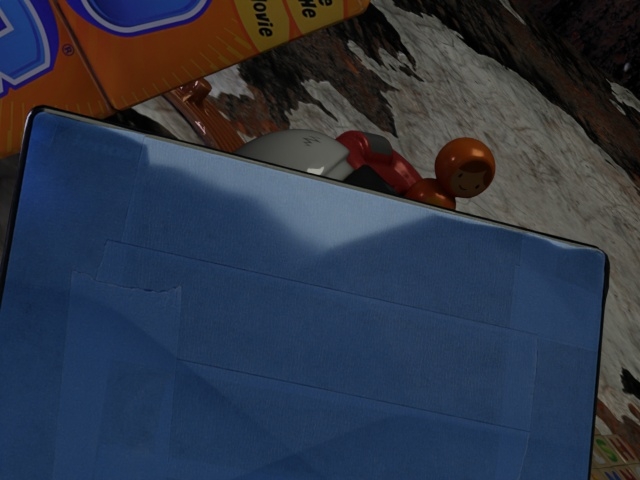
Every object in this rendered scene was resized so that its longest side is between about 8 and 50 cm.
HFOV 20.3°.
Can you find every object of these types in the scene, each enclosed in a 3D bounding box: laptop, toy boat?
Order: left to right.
[{"bbox_3d":[0.029,0.151,0.899,0.382,0.236,0.408,13,20,-23],"label":"laptop"},{"bbox_3d":[0.112,-0.037,1.748,0.231,0.151,0.151,51,21,21],"label":"toy boat"}]

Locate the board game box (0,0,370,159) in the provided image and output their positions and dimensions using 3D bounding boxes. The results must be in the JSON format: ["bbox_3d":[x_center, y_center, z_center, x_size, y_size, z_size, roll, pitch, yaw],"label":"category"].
[{"bbox_3d":[-0.172,-0.301,1.220,0.356,0.356,0.356,64,19,-18],"label":"board game box"}]

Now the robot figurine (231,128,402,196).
[{"bbox_3d":[0.017,0.043,1.375,0.278,0.173,0.209,44,-16,1],"label":"robot figurine"}]

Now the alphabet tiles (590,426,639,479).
[{"bbox_3d":[0.279,0.237,1.722,0.198,0.009,0.237,52,21,23],"label":"alphabet tiles"}]

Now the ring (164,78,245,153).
[{"bbox_3d":[-0.161,-0.117,1.561,0.336,0.032,0.336,37,20,-16],"label":"ring"}]
